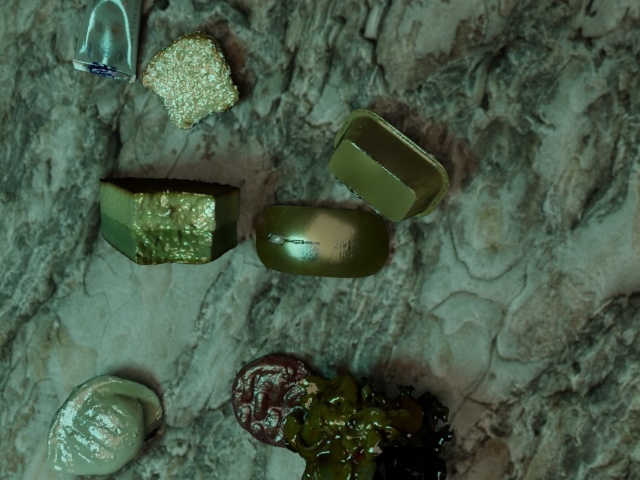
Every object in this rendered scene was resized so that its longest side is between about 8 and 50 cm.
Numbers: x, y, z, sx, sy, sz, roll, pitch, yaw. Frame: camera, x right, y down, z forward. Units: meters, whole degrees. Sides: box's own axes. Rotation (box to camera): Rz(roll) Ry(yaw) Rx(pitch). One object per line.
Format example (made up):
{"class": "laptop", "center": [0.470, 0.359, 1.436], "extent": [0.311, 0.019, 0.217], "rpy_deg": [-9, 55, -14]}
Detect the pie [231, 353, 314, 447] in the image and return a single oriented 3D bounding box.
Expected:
{"class": "pie", "center": [-0.063, 0.244, 1.621], "extent": [0.155, 0.036, 0.154], "rpy_deg": [2, 101, 9]}

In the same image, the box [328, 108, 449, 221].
{"class": "box", "center": [0.093, -0.103, 1.501], "extent": [0.177, 0.111, 0.111], "rpy_deg": [39, 105, 6]}

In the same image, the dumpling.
{"class": "dumpling", "center": [-0.338, 0.282, 1.648], "extent": [0.177, 0.092, 0.150], "rpy_deg": [-17, 100, 12]}

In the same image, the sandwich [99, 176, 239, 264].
{"class": "sandwich", "center": [-0.242, -0.032, 1.527], "extent": [0.220, 0.186, 0.108], "rpy_deg": [5, 99, 10]}

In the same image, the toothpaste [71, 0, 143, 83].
{"class": "toothpaste", "center": [-0.286, -0.392, 1.533], "extent": [0.100, 0.066, 0.323], "rpy_deg": [15, 107, 3]}

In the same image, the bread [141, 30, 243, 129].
{"class": "bread", "center": [-0.185, -0.232, 1.554], "extent": [0.129, 0.044, 0.126], "rpy_deg": [-28, 102, 11]}

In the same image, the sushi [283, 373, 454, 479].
{"class": "sushi", "center": [0.066, 0.292, 1.525], "extent": [0.204, 0.213, 0.200], "rpy_deg": [17, 84, -19]}

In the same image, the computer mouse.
{"class": "computer mouse", "center": [0.000, 0.000, 1.560], "extent": [0.199, 0.045, 0.102], "rpy_deg": [5, 99, 9]}
